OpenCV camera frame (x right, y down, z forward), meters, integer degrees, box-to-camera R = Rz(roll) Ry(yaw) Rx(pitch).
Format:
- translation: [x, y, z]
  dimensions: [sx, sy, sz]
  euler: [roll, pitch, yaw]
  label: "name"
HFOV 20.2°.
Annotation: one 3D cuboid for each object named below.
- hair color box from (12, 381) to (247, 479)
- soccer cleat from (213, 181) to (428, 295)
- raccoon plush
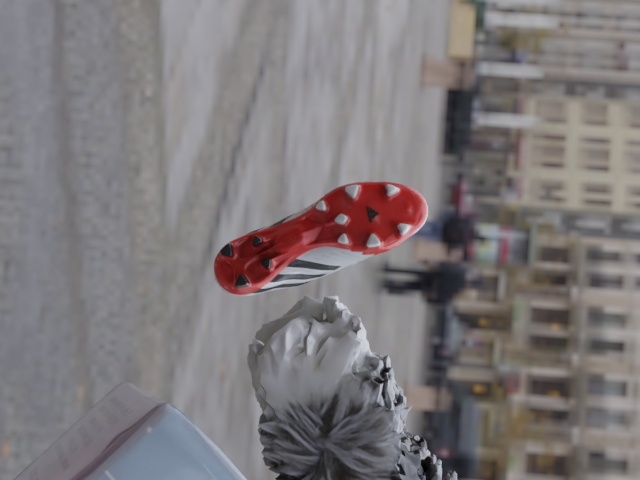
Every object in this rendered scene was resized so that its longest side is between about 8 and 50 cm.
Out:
- translation: [-0.159, 0.213, 0.584]
  dimensions: [0.374, 0.113, 0.185]
  euler: [-42, -175, -9]
  label: "hair color box"
- translation: [0.000, 0.000, 0.672]
  dimensions: [0.035, 0.083, 0.029]
  euler: [59, 9, -80]
  label: "soccer cleat"
- translation: [0.124, 0.225, 1.164]
  dimensions: [0.299, 0.216, 0.446]
  euler: [-11, 83, -84]
  label: "raccoon plush"
